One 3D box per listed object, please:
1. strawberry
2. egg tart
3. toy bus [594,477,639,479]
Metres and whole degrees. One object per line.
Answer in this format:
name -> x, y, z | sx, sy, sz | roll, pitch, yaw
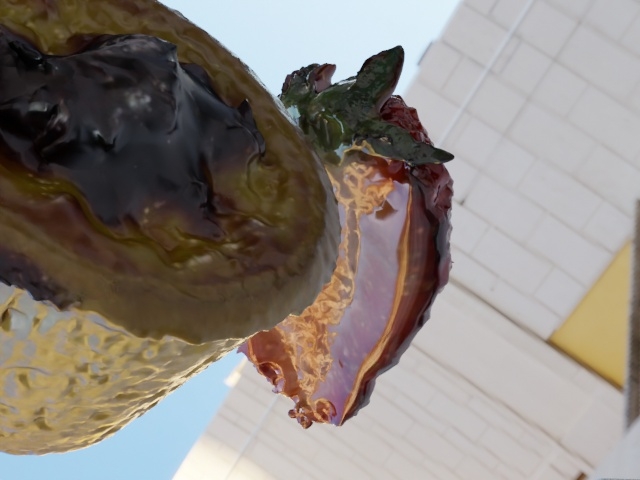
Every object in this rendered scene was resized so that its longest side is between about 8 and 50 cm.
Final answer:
strawberry -> 0.016, 0.003, 0.699 | 0.098, 0.175, 0.228 | -72, -33, -57
egg tart -> -0.109, -0.010, 0.482 | 0.215, 0.171, 0.215 | 24, -144, -19
toy bus -> 0.240, 0.167, 0.677 | 0.061, 0.153, 0.051 | 15, -107, -47
